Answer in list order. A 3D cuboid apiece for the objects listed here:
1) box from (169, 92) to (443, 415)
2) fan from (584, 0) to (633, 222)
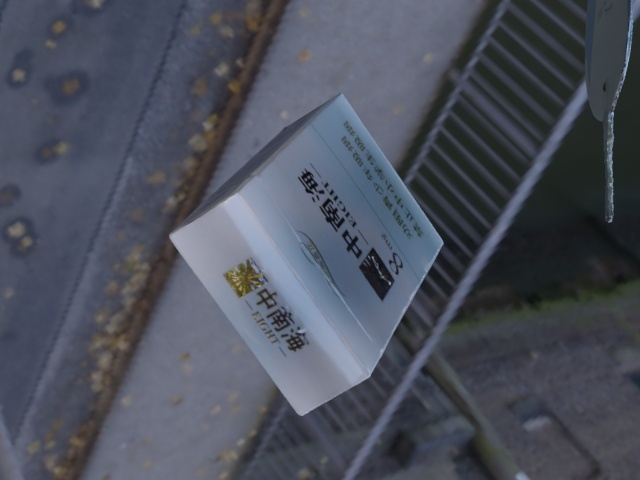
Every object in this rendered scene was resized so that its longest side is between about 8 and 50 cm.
[{"bbox_3d":[0.000,0.000,0.944,0.067,0.155,0.243,-33,-172,26],"label":"box"},{"bbox_3d":[0.169,-0.096,0.768,0.005,0.175,0.113,1,170,-1],"label":"fan"}]
